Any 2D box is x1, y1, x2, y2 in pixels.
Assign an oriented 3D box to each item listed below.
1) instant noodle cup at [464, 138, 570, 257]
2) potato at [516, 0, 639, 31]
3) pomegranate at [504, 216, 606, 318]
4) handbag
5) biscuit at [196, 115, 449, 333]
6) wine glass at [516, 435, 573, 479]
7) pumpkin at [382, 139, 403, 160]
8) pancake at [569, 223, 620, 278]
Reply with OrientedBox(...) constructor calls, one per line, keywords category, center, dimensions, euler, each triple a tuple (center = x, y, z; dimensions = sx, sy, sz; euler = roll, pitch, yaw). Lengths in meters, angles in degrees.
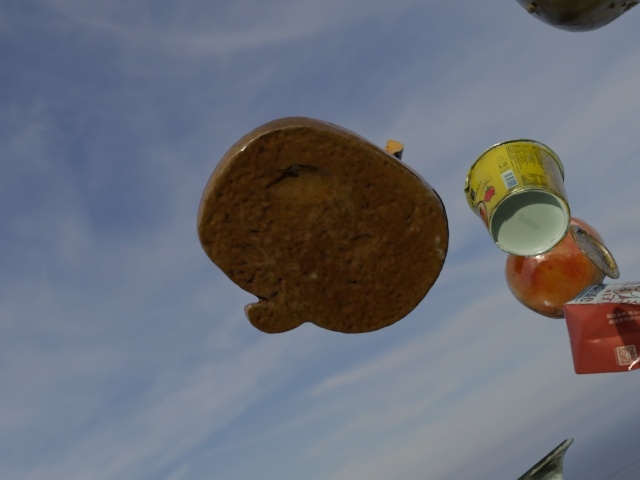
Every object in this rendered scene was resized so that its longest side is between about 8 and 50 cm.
OrientedBox(category="instant noodle cup", center=(0.352, -0.066, 1.597), dimensions=(0.182, 0.182, 0.144), euler=(-37, 26, 21))
OrientedBox(category="potato", center=(0.526, -0.559, 1.754), dimensions=(0.442, 0.385, 0.319), euler=(3, -78, -55))
OrientedBox(category="pomegranate", center=(0.584, 0.073, 2.211), dimensions=(0.252, 0.270, 0.229), euler=(-60, -20, -15))
OrientedBox(category="handbag", center=(0.620, 0.159, 1.692), dimensions=(0.298, 0.151, 0.171), euler=(-6, 8, 34))
OrientedBox(category="biscuit", center=(0.000, -0.001, 1.305), dimensions=(0.314, 0.367, 0.063), euler=(-57, 21, 12))
OrientedBox(category="wine glass", center=(0.544, 0.584, 1.860), dimensions=(0.238, 0.323, 0.238), euler=(-35, -22, -16))
OrientedBox(category="pumpkin", center=(0.086, -0.159, 1.963), dimensions=(0.119, 0.183, 0.107), euler=(-52, -34, -55))
OrientedBox(category="pancake", center=(0.419, 0.018, 1.393), dimensions=(0.011, 0.115, 0.115), euler=(-45, -21, 27))
